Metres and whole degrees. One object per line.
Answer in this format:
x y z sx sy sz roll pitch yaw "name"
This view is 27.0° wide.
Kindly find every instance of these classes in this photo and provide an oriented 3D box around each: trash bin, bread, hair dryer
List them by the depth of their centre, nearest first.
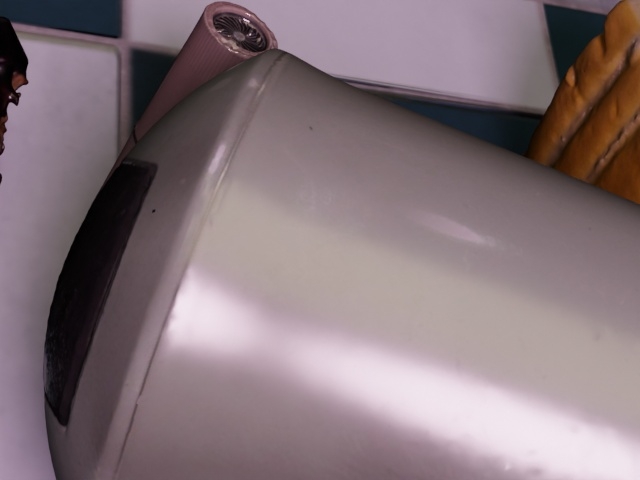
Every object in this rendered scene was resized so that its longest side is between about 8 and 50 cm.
0.073 0.082 0.695 0.432 0.280 0.280 20 54 2 "trash bin"
-0.042 -0.092 0.923 0.053 0.195 0.220 49 41 14 "hair dryer"
0.226 -0.010 0.928 0.111 0.246 0.239 2 56 -17 "bread"

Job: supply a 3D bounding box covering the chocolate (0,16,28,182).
-0.250 -0.051 0.842 0.156 0.156 0.133 -10 79 -27 "chocolate"
